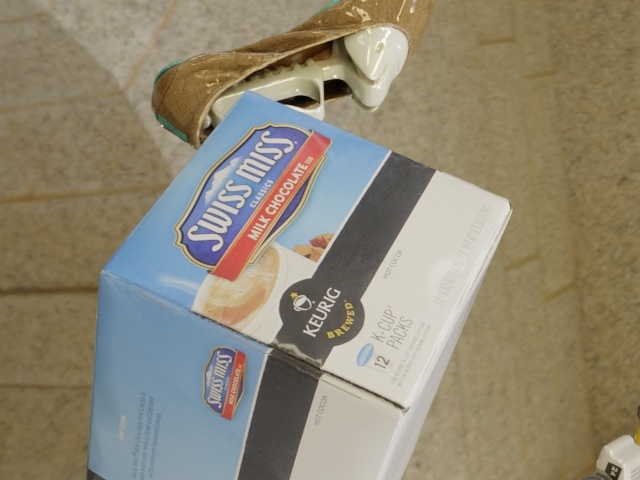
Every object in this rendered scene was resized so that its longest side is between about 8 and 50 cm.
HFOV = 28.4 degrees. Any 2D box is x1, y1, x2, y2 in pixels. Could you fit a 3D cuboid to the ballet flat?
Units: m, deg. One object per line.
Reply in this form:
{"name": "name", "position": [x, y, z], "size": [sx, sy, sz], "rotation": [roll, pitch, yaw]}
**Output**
{"name": "ballet flat", "position": [-0.008, -0.175, 1.341], "size": [0.116, 0.342, 0.124], "rotation": [87, -23, -46]}

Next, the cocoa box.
{"name": "cocoa box", "position": [-0.031, 0.107, 0.993], "size": [0.228, 0.231, 0.347], "rotation": [25, -43, 10]}

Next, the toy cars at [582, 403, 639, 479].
{"name": "toy cars", "position": [0.379, 0.237, 1.417], "size": [0.087, 0.394, 0.176], "rotation": [23, -26, 28]}
